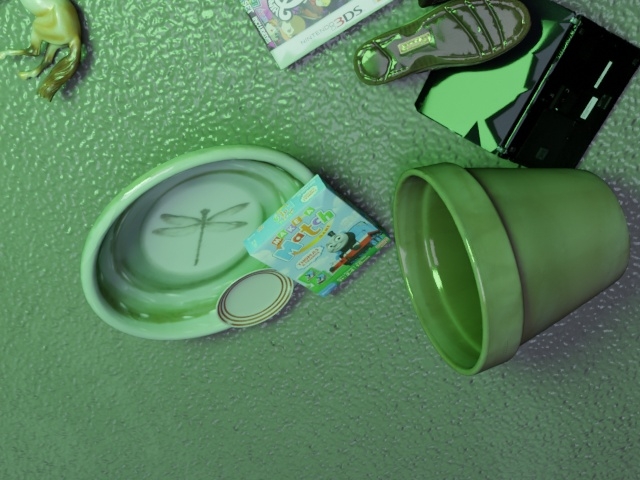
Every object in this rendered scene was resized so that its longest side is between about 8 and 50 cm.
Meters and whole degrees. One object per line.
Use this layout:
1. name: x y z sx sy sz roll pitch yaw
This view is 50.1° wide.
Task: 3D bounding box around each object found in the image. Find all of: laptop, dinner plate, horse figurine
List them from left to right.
1. horse figurine: -0.438 -0.349 1.028 0.174 0.066 0.263 -23 108 17
2. dinner plate: -0.112 0.094 1.156 0.141 0.017 0.141 -19 140 -16
3. laptop: 0.329 -0.251 1.082 0.264 0.136 0.234 12 115 -32

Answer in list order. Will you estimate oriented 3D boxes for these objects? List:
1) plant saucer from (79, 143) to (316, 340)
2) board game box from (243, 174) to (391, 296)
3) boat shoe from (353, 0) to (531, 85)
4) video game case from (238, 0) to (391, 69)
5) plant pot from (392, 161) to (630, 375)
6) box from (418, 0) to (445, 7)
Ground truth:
1. plant saucer: -0.184 -0.007 1.092 0.400 0.100 0.400 -19 139 -17
2. board game box: 0.000 0.000 1.114 0.160 0.039 0.211 -41 140 13
3. boat shoe: 0.177 -0.300 1.016 0.257 0.095 0.095 -10 103 15
4. video game case: -0.031 -0.406 1.008 0.210 0.042 0.232 -29 109 11
5. plant pot: 0.300 0.014 1.056 0.280 0.323 0.323 -15 112 -10
6. box: 0.200 -0.421 0.898 0.167 0.203 0.168 -13 100 6
